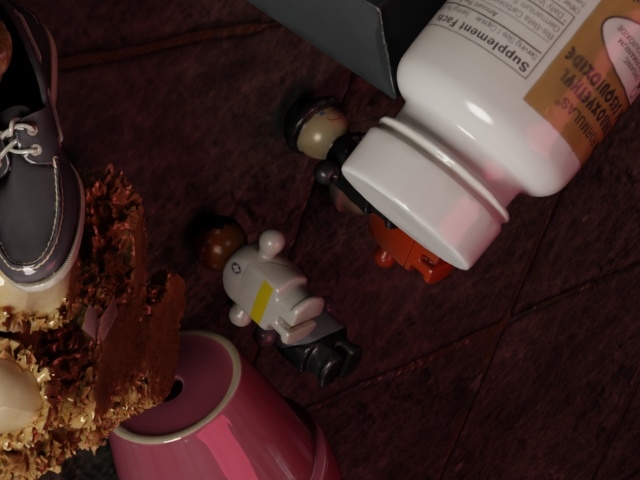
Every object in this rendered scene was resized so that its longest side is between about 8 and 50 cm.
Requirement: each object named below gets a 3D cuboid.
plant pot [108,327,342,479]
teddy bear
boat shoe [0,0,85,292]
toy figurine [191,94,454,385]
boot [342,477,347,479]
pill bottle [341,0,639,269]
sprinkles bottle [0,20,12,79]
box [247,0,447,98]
[{"bbox_3d":[-0.100,0.183,1.723,0.201,0.201,0.180,-43,136,-21],"label":"plant pot"},{"bbox_3d":[-0.201,0.069,1.441,0.338,0.113,0.245,-39,135,-71],"label":"teddy bear"},{"bbox_3d":[-0.202,-0.067,1.276,0.075,0.206,0.065,-14,155,10],"label":"boat shoe"},{"bbox_3d":[0.000,0.000,1.716,0.209,0.148,0.213,-47,155,-2],"label":"toy figurine"},{"bbox_3d":[-0.010,0.370,1.953,0.283,0.109,0.220,-55,156,-7],"label":"boot"},{"bbox_3d":[0.123,-0.101,1.219,0.229,0.131,0.131,-51,153,-5],"label":"pill bottle"},{"bbox_3d":[-0.294,0.010,1.273,0.121,0.121,0.355,-19,137,-48],"label":"sprinkles bottle"},{"bbox_3d":[0.009,-0.241,1.309,0.184,0.261,0.103,-46,152,-16],"label":"box"}]
